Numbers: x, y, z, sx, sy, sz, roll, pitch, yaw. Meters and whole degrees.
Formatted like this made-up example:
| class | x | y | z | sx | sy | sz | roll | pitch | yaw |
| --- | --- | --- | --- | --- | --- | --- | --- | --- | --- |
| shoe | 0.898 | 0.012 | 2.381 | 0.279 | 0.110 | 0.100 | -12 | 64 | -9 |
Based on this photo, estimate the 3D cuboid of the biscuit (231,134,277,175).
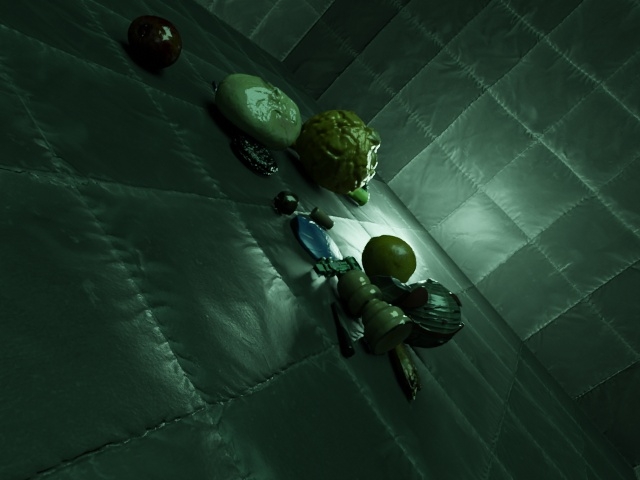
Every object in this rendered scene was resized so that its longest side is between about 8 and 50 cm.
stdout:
| class | x | y | z | sx | sy | sz | roll | pitch | yaw |
| --- | --- | --- | --- | --- | --- | --- | --- | --- | --- |
| biscuit | -0.237 | -0.310 | 1.727 | 0.194 | 0.053 | 0.194 | 40 | 19 | -17 |

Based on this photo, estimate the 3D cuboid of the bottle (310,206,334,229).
| class | x | y | z | sx | sy | sz | roll | pitch | yaw |
| --- | --- | --- | --- | --- | --- | --- | --- | --- | --- |
| bottle | 0.008 | -0.083 | 1.810 | 0.096 | 0.045 | 0.045 | 40 | 19 | -26 |

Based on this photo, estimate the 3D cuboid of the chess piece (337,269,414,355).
| class | x | y | z | sx | sy | sz | roll | pitch | yaw |
| --- | --- | --- | --- | --- | --- | --- | --- | --- | --- |
| chess piece | 0.148 | 0.193 | 1.410 | 0.143 | 0.143 | 0.261 | 22 | 26 | -51 |

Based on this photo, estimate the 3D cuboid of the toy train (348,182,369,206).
| class | x | y | z | sx | sy | sz | roll | pitch | yaw |
| --- | --- | --- | --- | --- | --- | --- | --- | --- | --- |
| toy train | 0.157 | -0.280 | 2.472 | 0.253 | 0.105 | 0.157 | 36 | 34 | -25 |

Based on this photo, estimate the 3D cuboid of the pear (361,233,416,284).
| class | x | y | z | sx | sy | sz | roll | pitch | yaw |
| --- | --- | --- | --- | --- | --- | --- | --- | --- | --- |
| pear | 0.249 | 0.073 | 1.775 | 0.209 | 0.209 | 0.209 | 41 | 19 | -17 |

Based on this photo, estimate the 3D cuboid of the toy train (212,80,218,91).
| class | x | y | z | sx | sy | sz | roll | pitch | yaw |
| --- | --- | --- | --- | --- | --- | --- | --- | --- | --- |
| toy train | -0.452 | -0.663 | 2.049 | 0.017 | 0.017 | 0.083 | 29 | 26 | -39 |

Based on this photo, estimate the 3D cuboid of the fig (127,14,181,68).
| class | x | y | z | sx | sy | sz | roll | pitch | yaw |
| --- | --- | --- | --- | --- | --- | --- | --- | --- | --- |
| fig | -0.551 | -0.664 | 1.641 | 0.175 | 0.175 | 0.207 | 54 | 1 | 21 |

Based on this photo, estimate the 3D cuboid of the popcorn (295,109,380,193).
| class | x | y | z | sx | sy | sz | roll | pitch | yaw |
| --- | --- | --- | --- | --- | --- | --- | --- | --- | --- |
| popcorn | 0.075 | -0.406 | 2.159 | 0.390 | 0.344 | 0.354 | 30 | 38 | -11 |

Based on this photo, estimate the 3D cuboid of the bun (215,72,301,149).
| class | x | y | z | sx | sy | sz | roll | pitch | yaw |
| --- | --- | --- | --- | --- | --- | --- | --- | --- | --- |
| bun | -0.233 | -0.511 | 1.858 | 0.361 | 0.213 | 0.361 | 36 | 10 | -7 |

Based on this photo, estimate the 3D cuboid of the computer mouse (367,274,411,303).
| class | x | y | z | sx | sy | sz | roll | pitch | yaw |
| --- | --- | --- | --- | --- | --- | --- | --- | --- | --- |
| computer mouse | 0.190 | 0.167 | 1.521 | 0.126 | 0.231 | 0.071 | 28 | 68 | -30 |

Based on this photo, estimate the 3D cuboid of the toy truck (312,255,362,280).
| class | x | y | z | sx | sy | sz | roll | pitch | yaw |
| --- | --- | --- | --- | --- | --- | --- | --- | --- | --- |
| toy truck | 0.045 | 0.098 | 1.500 | 0.175 | 0.081 | 0.067 | -3 | 48 | -42 |

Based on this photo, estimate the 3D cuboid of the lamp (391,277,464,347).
| class | x | y | z | sx | sy | sz | roll | pitch | yaw |
| --- | --- | --- | --- | --- | --- | --- | --- | --- | --- |
| lamp | 0.346 | 0.240 | 1.571 | 0.265 | 0.233 | 0.233 | 4 | 41 | -34 |

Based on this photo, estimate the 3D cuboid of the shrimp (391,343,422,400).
| class | x | y | z | sx | sy | sz | roll | pitch | yaw |
| --- | --- | --- | --- | --- | --- | --- | --- | --- | --- |
| shrimp | 0.260 | 0.388 | 1.403 | 0.133 | 0.053 | 0.236 | 61 | 8 | -25 |

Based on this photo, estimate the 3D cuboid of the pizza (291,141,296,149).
| class | x | y | z | sx | sy | sz | roll | pitch | yaw |
| --- | --- | --- | --- | --- | --- | --- | --- | --- | --- |
| pizza | -0.123 | -0.513 | 2.391 | 0.197 | 0.058 | 0.292 | 51 | 19 | 16 |

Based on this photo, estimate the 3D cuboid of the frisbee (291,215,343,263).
| class | x | y | z | sx | sy | sz | roll | pitch | yaw |
| --- | --- | --- | --- | --- | --- | --- | --- | --- | --- |
| frisbee | 0.000 | 0.000 | 1.624 | 0.242 | 0.045 | 0.242 | 41 | 18 | -16 |

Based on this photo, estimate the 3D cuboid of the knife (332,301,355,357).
| class | x | y | z | sx | sy | sz | roll | pitch | yaw |
| --- | --- | --- | --- | --- | --- | --- | --- | --- | --- |
| knife | 0.063 | 0.238 | 1.308 | 0.060 | 0.028 | 0.230 | 50 | 11 | -30 |

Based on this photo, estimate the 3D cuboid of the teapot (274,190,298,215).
| class | x | y | z | sx | sy | sz | roll | pitch | yaw |
| --- | --- | --- | --- | --- | --- | --- | --- | --- | --- |
| teapot | -0.124 | -0.130 | 1.583 | 0.068 | 0.076 | 0.121 | 23 | 1 | -32 |
